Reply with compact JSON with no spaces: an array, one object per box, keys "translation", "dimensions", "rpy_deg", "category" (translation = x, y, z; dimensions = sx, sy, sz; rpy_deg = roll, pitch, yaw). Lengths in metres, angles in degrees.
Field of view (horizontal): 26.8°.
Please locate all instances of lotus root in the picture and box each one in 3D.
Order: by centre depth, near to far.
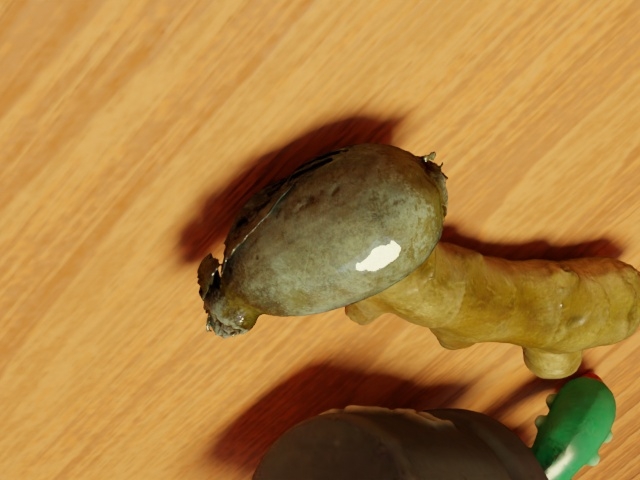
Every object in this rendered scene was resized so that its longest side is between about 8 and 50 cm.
[{"translation":[-0.001,-0.001,0.767],"dimensions":[0.165,0.088,0.088],"rpy_deg":[-27,147,5],"category":"lotus root"}]

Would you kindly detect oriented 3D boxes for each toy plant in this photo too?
[{"translation":[0.114,0.217,1.066],"dimensions":[0.400,0.185,0.279],"rpy_deg":[20,96,-57],"category":"toy plant"}]

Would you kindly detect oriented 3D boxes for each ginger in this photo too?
[{"translation":[0.121,0.034,0.920],"dimensions":[0.299,0.065,0.118],"rpy_deg":[19,121,-44],"category":"ginger"}]
